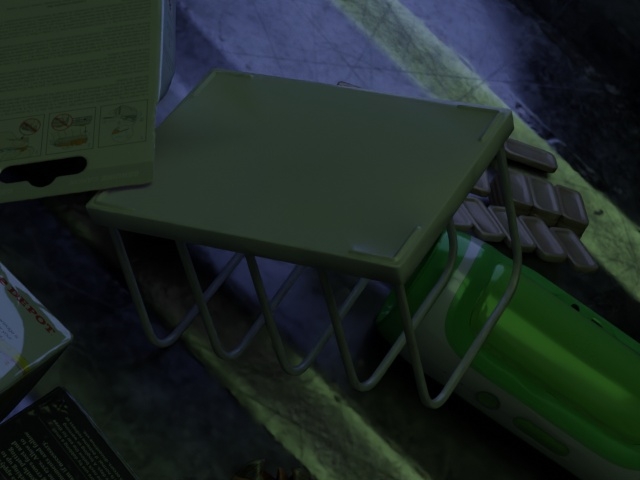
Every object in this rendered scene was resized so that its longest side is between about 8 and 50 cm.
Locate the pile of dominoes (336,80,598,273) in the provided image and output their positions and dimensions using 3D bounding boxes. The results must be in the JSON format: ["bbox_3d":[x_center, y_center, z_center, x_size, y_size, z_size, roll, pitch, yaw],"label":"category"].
[{"bbox_3d":[0.129,-0.047,1.683,0.251,0.040,0.196,17,32,-15],"label":"pile of dominoes"}]

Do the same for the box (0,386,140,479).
[{"bbox_3d":[-0.246,0.219,1.275,0.207,0.153,0.108,-34,81,-36],"label":"box"}]

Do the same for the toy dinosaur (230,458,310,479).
[{"bbox_3d":[-0.007,0.324,1.359,0.200,0.127,0.295,6,72,-14],"label":"toy dinosaur"}]

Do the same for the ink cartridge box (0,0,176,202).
[{"bbox_3d":[-0.216,-0.116,1.489,0.189,0.066,0.232,-8,59,8],"label":"ink cartridge box"}]

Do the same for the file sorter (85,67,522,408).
[{"bbox_3d":[0.000,0.000,1.435,0.278,0.173,0.193,10,45,30],"label":"file sorter"}]

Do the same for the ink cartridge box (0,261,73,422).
[{"bbox_3d":[-0.293,0.093,1.310,0.128,0.127,0.176,46,29,4],"label":"ink cartridge box"}]

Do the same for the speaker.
[{"bbox_3d":[0.198,0.114,1.580,0.296,0.131,0.131,35,52,-4],"label":"speaker"}]
